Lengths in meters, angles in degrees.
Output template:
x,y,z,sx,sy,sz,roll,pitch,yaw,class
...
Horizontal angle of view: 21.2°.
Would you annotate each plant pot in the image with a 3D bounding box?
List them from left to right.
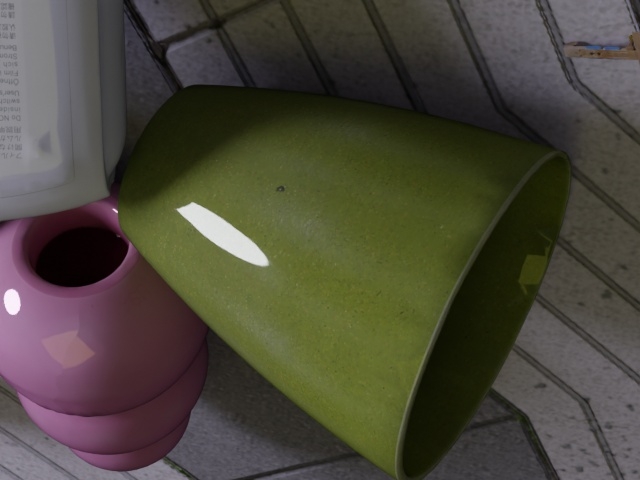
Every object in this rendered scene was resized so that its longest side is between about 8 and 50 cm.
x,y,z,sx,sy,sz,roll,pitch,yaw,class
0.000,0.000,1.318,0.293,0.275,0.275,25,141,17,plant pot

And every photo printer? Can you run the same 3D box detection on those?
x,y,z,sx,sy,sz,roll,pitch,yaw,class
-0.268,-0.160,1.235,0.256,0.107,0.308,0,114,0,photo printer

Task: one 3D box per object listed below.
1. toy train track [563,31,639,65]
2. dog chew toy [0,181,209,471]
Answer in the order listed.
x,y,z,sx,sy,sz,roll,pitch,yaw,class
0.219,-0.139,1.241,0.083,0.014,0.048,5,144,25,toy train track
-0.191,0.096,1.528,0.206,0.207,0.332,11,146,10,dog chew toy
